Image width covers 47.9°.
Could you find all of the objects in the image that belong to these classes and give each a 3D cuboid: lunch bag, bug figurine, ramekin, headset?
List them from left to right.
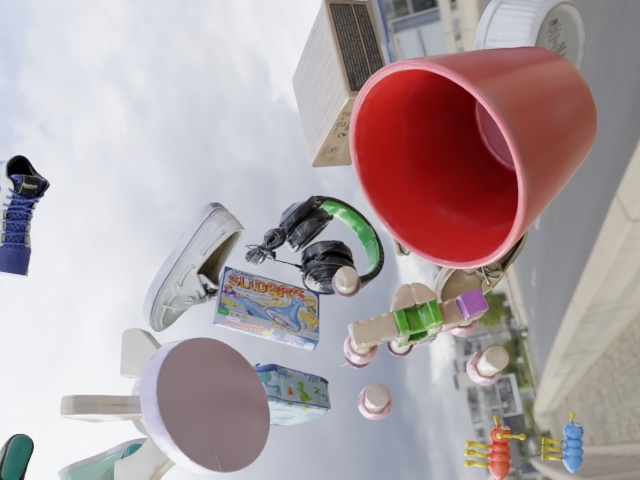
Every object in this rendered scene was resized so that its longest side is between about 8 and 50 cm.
[{"bbox_3d":[-0.102,0.339,1.557,0.219,0.176,0.090,21,-130,-40],"label":"lunch bag"},{"bbox_3d":[0.000,0.000,1.631,0.394,0.185,0.243,-11,-116,-43],"label":"headset"},{"bbox_3d":[0.375,-0.335,1.266,0.207,0.109,0.207,-15,-66,-38],"label":"ramekin"},{"bbox_3d":[0.374,0.410,1.244,0.279,0.072,0.216,6,-99,-33],"label":"bug figurine"}]

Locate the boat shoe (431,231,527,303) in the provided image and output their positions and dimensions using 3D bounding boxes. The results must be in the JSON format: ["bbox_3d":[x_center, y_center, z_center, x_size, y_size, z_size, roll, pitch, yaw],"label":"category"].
[{"bbox_3d":[0.360,0.062,1.618,0.109,0.302,0.098,49,152,3],"label":"boat shoe"}]

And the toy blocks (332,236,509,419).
[{"bbox_3d":[0.173,0.164,1.393,0.260,0.289,0.309,86,168,-71],"label":"toy blocks"}]

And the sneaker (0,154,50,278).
[{"bbox_3d":[-0.750,-0.076,1.752,0.127,0.182,0.315,8,-111,-41],"label":"sneaker"}]

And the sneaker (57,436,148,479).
[{"bbox_3d":[-0.523,0.611,1.847,0.151,0.256,0.094,62,152,19],"label":"sneaker"}]

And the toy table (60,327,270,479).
[{"bbox_3d":[-0.204,0.236,0.983,0.274,0.161,0.252,51,-147,-49],"label":"toy table"}]

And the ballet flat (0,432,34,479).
[{"bbox_3d":[-0.597,0.469,1.356,0.072,0.068,0.213,30,-140,-23],"label":"ballet flat"}]

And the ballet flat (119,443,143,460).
[{"bbox_3d":[-0.324,0.447,1.246,0.203,0.074,0.074,-103,-6,-58],"label":"ballet flat"}]

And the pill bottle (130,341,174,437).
[{"bbox_3d":[-0.382,0.370,1.792,0.283,0.161,0.161,-109,4,-79],"label":"pill bottle"}]

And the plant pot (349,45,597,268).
[{"bbox_3d":[0.217,-0.131,0.950,0.243,0.275,0.275,-28,-71,-36],"label":"plant pot"}]

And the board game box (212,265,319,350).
[{"bbox_3d":[-0.100,0.130,1.388,0.136,0.201,0.035,-91,21,-52],"label":"board game box"}]

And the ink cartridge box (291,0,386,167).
[{"bbox_3d":[0.031,-0.263,1.239,0.234,0.088,0.193,124,138,-63],"label":"ink cartridge box"}]

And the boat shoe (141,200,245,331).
[{"bbox_3d":[-0.286,0.098,1.722,0.156,0.367,0.136,38,-167,21],"label":"boat shoe"}]
